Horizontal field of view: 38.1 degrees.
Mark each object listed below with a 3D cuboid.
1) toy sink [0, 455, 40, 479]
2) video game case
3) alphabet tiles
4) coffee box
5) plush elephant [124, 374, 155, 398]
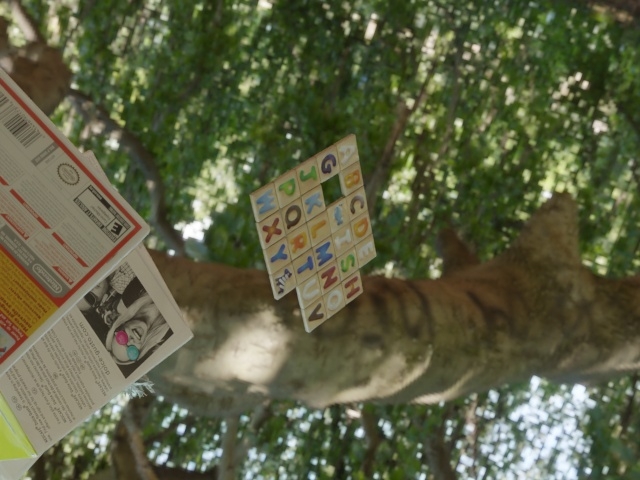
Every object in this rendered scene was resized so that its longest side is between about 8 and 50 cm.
[{"bbox_3d":[-0.684,0.423,1.979,0.152,0.234,0.131,16,-131,32],"label":"toy sink"},{"bbox_3d":[-0.305,0.008,0.770,0.204,0.285,0.025,48,147,-11],"label":"video game case"},{"bbox_3d":[0.000,0.000,1.269,0.009,0.237,0.198,16,-141,42],"label":"alphabet tiles"},{"bbox_3d":[-0.478,0.108,1.414,0.337,0.338,0.334,-16,-164,42],"label":"coffee box"},{"bbox_3d":[-0.431,0.181,1.897,0.330,0.272,0.255,57,159,-1],"label":"plush elephant"}]
